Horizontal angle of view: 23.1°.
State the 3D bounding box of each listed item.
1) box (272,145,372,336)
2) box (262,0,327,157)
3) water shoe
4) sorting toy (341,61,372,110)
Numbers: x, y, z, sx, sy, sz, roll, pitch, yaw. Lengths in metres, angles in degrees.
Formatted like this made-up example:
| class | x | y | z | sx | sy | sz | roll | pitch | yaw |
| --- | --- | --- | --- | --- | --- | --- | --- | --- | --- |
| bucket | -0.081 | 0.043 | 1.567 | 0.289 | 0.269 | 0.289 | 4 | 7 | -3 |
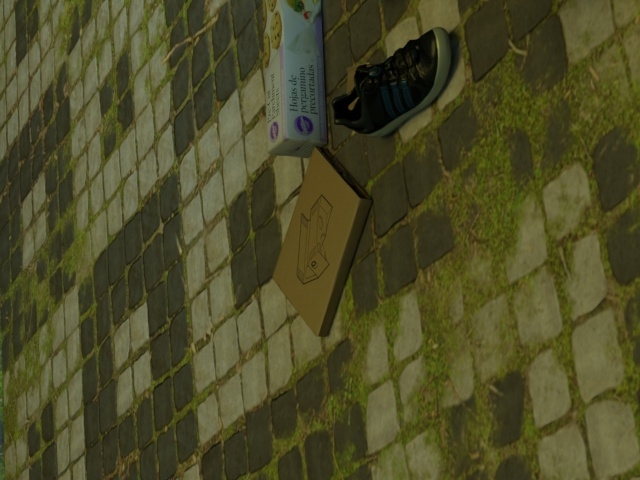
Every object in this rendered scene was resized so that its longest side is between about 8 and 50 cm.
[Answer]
| class | x | y | z | sx | sy | sz | roll | pitch | yaw |
| --- | --- | --- | --- | --- | --- | --- | --- | --- | --- |
| box | 0.000 | 0.000 | 2.050 | 0.164 | 0.021 | 0.201 | 51 | 128 | 55 |
| box | -0.038 | -0.276 | 2.138 | 0.067 | 0.063 | 0.324 | -31 | 57 | 59 |
| water shoe | 0.082 | -0.184 | 1.862 | 0.203 | 0.080 | 0.073 | -47 | 44 | 50 |
| sorting toy | 0.045 | -0.193 | 2.013 | 0.083 | 0.012 | 0.062 | -7 | 83 | 59 |
